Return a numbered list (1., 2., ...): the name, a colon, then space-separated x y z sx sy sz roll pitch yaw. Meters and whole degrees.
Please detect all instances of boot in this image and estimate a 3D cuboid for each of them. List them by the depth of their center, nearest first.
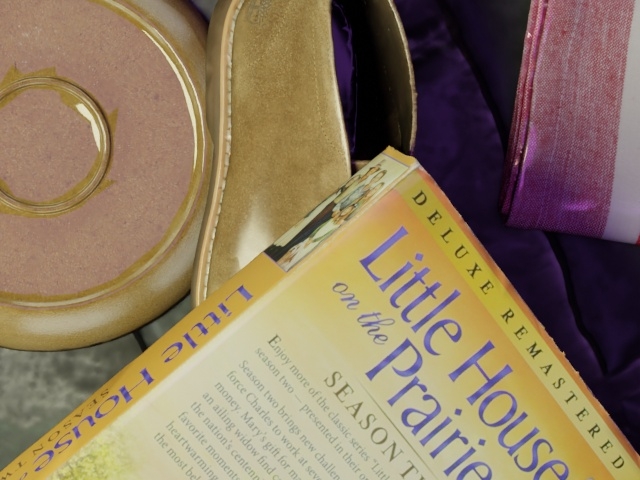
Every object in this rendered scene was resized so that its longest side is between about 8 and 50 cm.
1. boot: 0.000 0.000 0.984 0.112 0.115 0.305 -5 92 -30

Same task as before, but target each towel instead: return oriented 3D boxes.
1. towel: 0.281 -0.101 1.062 0.329 0.037 0.237 8 91 -6

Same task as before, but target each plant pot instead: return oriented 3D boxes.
1. plant pot: -0.157 -0.054 1.024 0.236 0.032 0.236 0 91 -5

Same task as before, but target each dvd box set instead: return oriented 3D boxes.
1. dvd box set: -0.030 0.198 0.945 0.420 0.062 0.307 -41 111 -5
